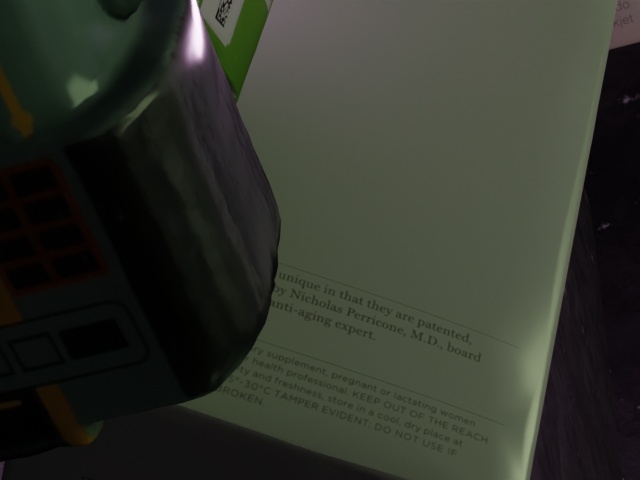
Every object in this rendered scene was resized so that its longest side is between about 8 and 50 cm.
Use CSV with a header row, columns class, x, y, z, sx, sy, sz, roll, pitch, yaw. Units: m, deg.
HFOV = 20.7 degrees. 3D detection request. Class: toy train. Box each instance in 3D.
class,x,y,z,sx,sy,sz,roll,pitch,yaw
toy train,-0.140,-0.075,0.455,0.142,0.190,0.334,-83,156,-56

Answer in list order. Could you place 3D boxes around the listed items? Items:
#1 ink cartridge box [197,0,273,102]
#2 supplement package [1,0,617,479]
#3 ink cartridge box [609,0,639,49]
class,x,y,z,sx,sy,sz,roll,pitch,yaw
ink cartridge box,-0.079,-0.197,0.592,0.097,0.189,0.255,50,59,-76
supplement package,0.000,0.000,0.715,0.177,0.175,0.293,112,-5,-54
ink cartridge box,0.091,-0.334,1.427,0.166,0.286,0.394,-75,148,-62
